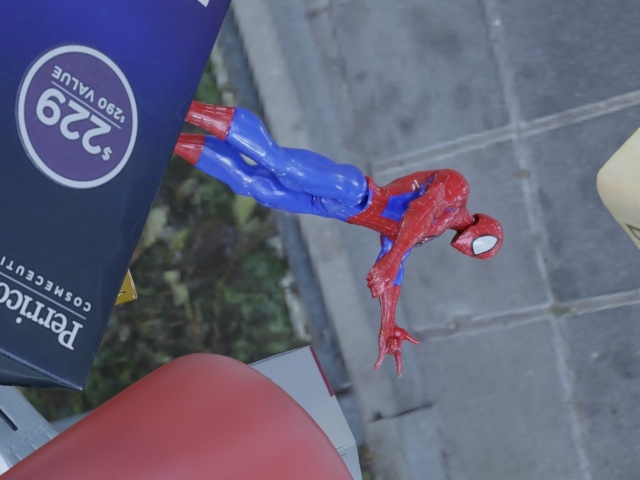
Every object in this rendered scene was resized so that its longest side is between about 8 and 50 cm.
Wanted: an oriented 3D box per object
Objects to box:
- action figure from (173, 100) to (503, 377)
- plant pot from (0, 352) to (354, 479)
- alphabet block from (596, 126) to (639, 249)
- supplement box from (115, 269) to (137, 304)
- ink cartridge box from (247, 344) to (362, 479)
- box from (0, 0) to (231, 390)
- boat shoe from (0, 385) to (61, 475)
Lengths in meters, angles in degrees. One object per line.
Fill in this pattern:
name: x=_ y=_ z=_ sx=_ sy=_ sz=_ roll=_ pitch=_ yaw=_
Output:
action figure: x=0.000 y=0.000 z=0.970 sx=0.091 sy=0.280 sz=0.139 roll=-31 pitch=52 yaw=58
plant pot: x=-0.130 y=0.236 z=0.965 sx=0.275 sy=0.243 sz=0.275 roll=27 pitch=127 yaw=41
alphabet block: x=0.321 y=-0.017 z=0.883 sx=0.192 sy=0.193 sz=0.197 roll=-45 pitch=26 yaw=-8
supplement box: x=-0.283 y=-0.016 z=1.255 sx=0.129 sy=0.194 sz=0.191 roll=-173 pitch=66 yaw=-70
ink cartridge box: x=-0.010 y=0.205 z=1.394 sx=0.175 sy=0.072 sz=0.127 roll=80 pitch=168 yaw=-46
box: x=-0.155 y=-0.093 z=0.390 sx=0.103 sy=0.261 sz=0.184 roll=0 pitch=64 yaw=49
boat shoe: x=-0.311 y=0.261 z=1.620 sx=0.302 sy=0.109 sz=0.094 roll=47 pitch=141 yaw=21
